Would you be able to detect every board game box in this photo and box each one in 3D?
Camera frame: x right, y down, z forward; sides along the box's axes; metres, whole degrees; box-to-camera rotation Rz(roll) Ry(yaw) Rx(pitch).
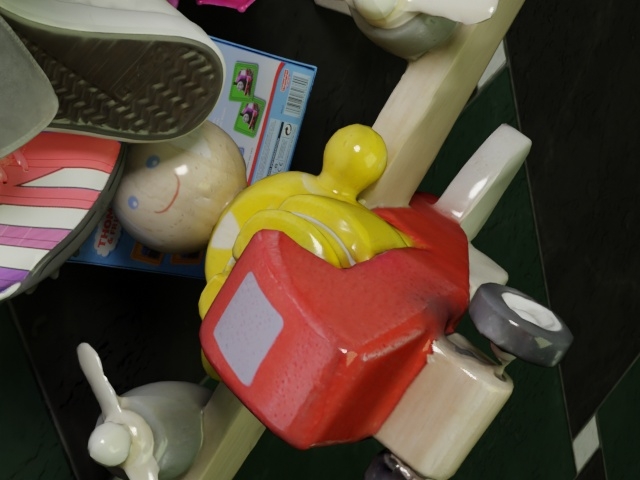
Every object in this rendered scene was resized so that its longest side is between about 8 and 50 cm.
[{"bbox_3d":[-0.093,-0.057,1.300,0.211,0.039,0.160,10,97,-57],"label":"board game box"}]

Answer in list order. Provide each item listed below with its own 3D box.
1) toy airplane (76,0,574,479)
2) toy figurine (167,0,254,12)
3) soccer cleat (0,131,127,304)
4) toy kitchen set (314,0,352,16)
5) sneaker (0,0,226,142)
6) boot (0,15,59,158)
[{"bbox_3d":[0.000,0.000,1.236,0.386,0.272,0.384,-63,-176,-28],"label":"toy airplane"},{"bbox_3d":[-0.078,-0.195,1.208,0.173,0.130,0.159,-47,149,-22],"label":"toy figurine"},{"bbox_3d":[-0.225,-0.008,1.078,0.318,0.109,0.116,-42,134,-33],"label":"soccer cleat"},{"bbox_3d":[0.080,-0.271,1.379,0.166,0.122,0.207,-35,131,-43],"label":"toy kitchen set"},{"bbox_3d":[-0.200,-0.122,1.089,0.290,0.123,0.106,11,118,-37],"label":"sneaker"},{"bbox_3d":[-0.249,-0.103,0.960,0.208,0.190,0.076,66,12,-52],"label":"boot"}]
